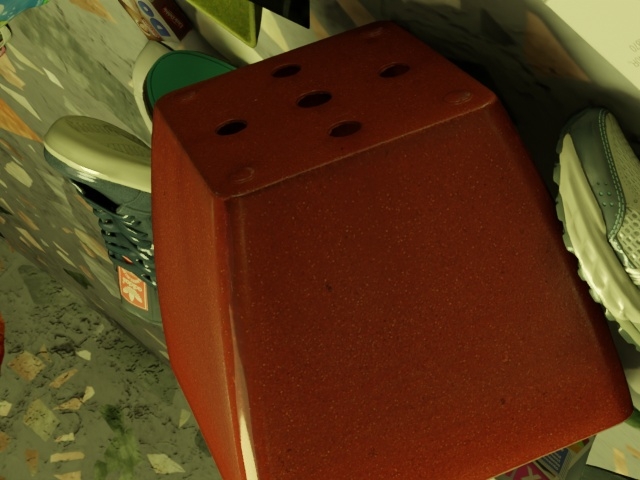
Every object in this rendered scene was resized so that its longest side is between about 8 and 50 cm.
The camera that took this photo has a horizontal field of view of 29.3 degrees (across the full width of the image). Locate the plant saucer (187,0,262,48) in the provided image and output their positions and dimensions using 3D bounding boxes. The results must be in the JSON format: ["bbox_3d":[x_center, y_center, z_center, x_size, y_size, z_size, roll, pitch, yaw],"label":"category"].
[{"bbox_3d":[-0.107,-0.249,0.880,0.188,0.045,0.188,37,163,11],"label":"plant saucer"}]

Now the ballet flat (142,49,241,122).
[{"bbox_3d":[-0.030,-0.059,1.099,0.316,0.107,0.106,36,170,21],"label":"ballet flat"}]

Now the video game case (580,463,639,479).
[{"bbox_3d":[0.367,0.241,0.970,0.196,0.026,0.274,21,174,-29],"label":"video game case"}]

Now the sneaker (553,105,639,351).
[{"bbox_3d":[0.249,0.030,0.743,0.122,0.110,0.283,-32,90,28],"label":"sneaker"}]

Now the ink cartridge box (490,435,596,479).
[{"bbox_3d":[0.144,0.128,1.035,0.185,0.065,0.311,39,-155,7],"label":"ink cartridge box"}]

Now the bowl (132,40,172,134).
[{"bbox_3d":[-0.133,-0.123,1.245,0.142,0.053,0.142,36,164,19],"label":"bowl"}]

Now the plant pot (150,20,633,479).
[{"bbox_3d":[0.020,0.006,0.826,0.267,0.267,0.236,-128,21,-58],"label":"plant pot"}]

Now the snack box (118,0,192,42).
[{"bbox_3d":[-0.185,-0.251,1.088,0.064,0.022,0.178,16,149,53],"label":"snack box"}]

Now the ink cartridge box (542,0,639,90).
[{"bbox_3d":[0.117,-0.160,0.409,0.218,0.158,0.092,41,160,-1],"label":"ink cartridge box"}]

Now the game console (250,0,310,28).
[{"bbox_3d":[-0.029,-0.269,0.459,0.043,0.213,0.361,-4,147,-2],"label":"game console"}]

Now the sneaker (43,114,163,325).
[{"bbox_3d":[-0.158,-0.001,1.140,0.131,0.148,0.350,33,-179,28],"label":"sneaker"}]

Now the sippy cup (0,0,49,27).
[{"bbox_3d":[-0.408,-0.264,1.197,0.240,0.224,0.305,37,164,14],"label":"sippy cup"}]

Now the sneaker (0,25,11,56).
[{"bbox_3d":[-0.448,-0.250,1.575,0.072,0.077,0.178,40,163,0],"label":"sneaker"}]
